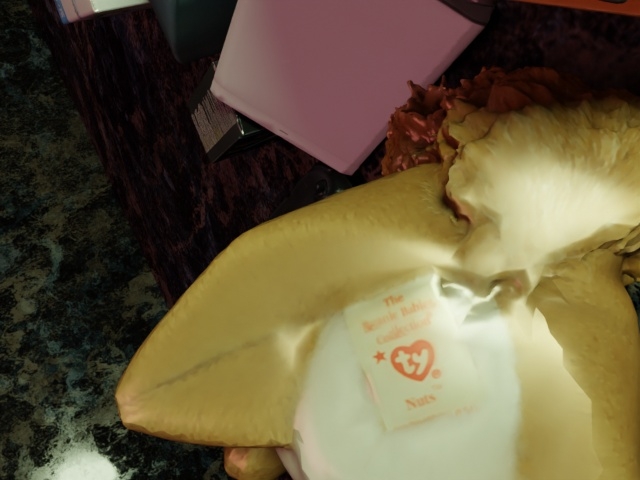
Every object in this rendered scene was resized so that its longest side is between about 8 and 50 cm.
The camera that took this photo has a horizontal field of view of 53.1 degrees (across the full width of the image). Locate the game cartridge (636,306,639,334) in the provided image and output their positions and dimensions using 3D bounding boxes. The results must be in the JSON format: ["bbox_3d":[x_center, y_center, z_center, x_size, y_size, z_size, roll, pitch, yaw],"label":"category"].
[{"bbox_3d":[0.305,0.157,0.391,0.297,0.062,0.198,50,160,24],"label":"game cartridge"}]

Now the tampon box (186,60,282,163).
[{"bbox_3d":[-0.099,-0.188,0.895,0.161,0.120,0.101,-16,97,65],"label":"tampon box"}]

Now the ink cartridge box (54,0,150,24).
[{"bbox_3d":[-0.324,-0.470,1.023,0.270,0.198,0.197,24,130,57],"label":"ink cartridge box"}]

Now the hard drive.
[{"bbox_3d":[0.006,-0.189,0.654,0.203,0.040,0.307,30,155,-8],"label":"hard drive"}]

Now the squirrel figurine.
[{"bbox_3d":[0.103,0.062,0.505,0.281,0.397,0.370,30,178,15],"label":"squirrel figurine"}]

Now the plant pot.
[{"bbox_3d":[-0.154,-0.344,0.838,0.165,0.165,0.234,65,162,5],"label":"plant pot"}]

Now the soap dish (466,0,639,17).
[{"bbox_3d":[0.117,-0.183,0.328,0.291,0.229,0.118,36,122,49],"label":"soap dish"}]

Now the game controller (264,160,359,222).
[{"bbox_3d":[0.000,0.000,0.944,0.166,0.067,0.319,52,155,0],"label":"game controller"}]
